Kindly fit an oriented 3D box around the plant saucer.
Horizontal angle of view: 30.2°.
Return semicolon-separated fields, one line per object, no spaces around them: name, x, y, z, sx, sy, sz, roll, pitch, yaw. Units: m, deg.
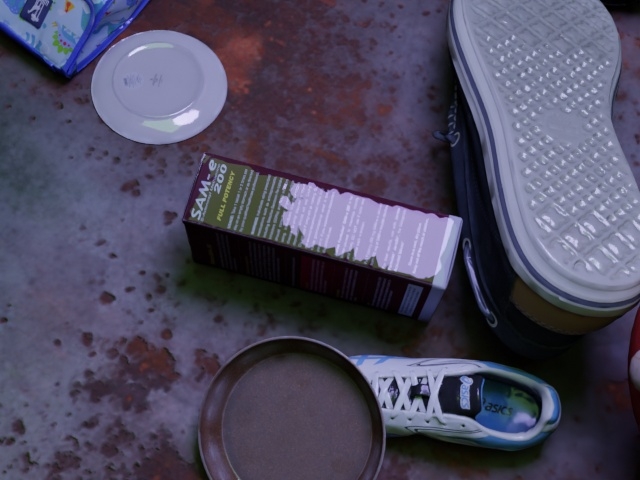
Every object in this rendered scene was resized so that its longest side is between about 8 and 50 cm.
plant saucer;-0.024;0.167;1.037;0.168;0.029;0.168;0;89;14

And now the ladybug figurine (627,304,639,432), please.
ladybug figurine;0.423;0.087;0.994;0.449;0.305;0.162;4;31;-31

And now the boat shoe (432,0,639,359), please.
boat shoe;0.201;-0.102;1.150;0.186;0.156;0.500;10;48;-11

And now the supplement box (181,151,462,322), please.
supplement box;0.000;0.000;1.094;0.239;0.130;0.073;14;73;2

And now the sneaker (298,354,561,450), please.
sneaker;0.097;0.139;1.061;0.237;0.086;0.085;4;65;0

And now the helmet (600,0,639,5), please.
helmet;0.326;-0.352;1.266;0.169;0.161;0.169;6;57;-9

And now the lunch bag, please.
lunch bag;-0.265;-0.260;1.233;0.129;0.096;0.151;36;82;9

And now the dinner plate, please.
dinner plate;-0.167;-0.163;1.230;0.141;0.017;0.141;1;63;-2
